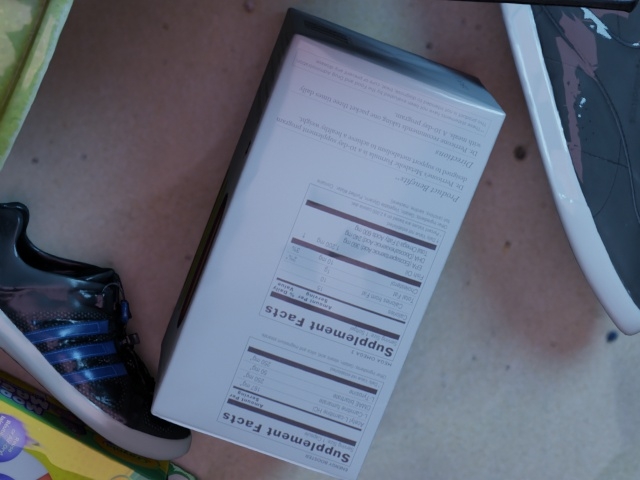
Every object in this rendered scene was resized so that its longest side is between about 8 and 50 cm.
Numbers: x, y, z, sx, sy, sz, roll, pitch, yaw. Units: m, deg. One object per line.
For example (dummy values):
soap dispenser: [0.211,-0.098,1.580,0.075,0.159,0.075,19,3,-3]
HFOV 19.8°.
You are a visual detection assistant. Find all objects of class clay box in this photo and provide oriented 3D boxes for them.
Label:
clay box: [-0.199,0.167,1.206,0.222,0.053,0.127,29,102,-6]

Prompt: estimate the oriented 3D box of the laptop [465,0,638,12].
laptop: [-0.010,-0.350,0.865,0.382,0.236,0.407,2,70,-10]

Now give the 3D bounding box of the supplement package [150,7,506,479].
supplement package: [0.000,0.000,1.125,0.134,0.139,0.244,20,102,-7]

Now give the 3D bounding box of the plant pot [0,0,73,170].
plant pot: [-0.275,-0.165,0.988,0.254,0.276,0.276,21,102,-18]

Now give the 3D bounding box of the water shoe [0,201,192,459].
water shoe: [-0.149,0.059,1.171,0.203,0.073,0.080,41,97,-10]

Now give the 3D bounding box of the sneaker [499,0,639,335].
sneaker: [0.201,-0.092,1.122,0.147,0.104,0.295,-15,99,8]
